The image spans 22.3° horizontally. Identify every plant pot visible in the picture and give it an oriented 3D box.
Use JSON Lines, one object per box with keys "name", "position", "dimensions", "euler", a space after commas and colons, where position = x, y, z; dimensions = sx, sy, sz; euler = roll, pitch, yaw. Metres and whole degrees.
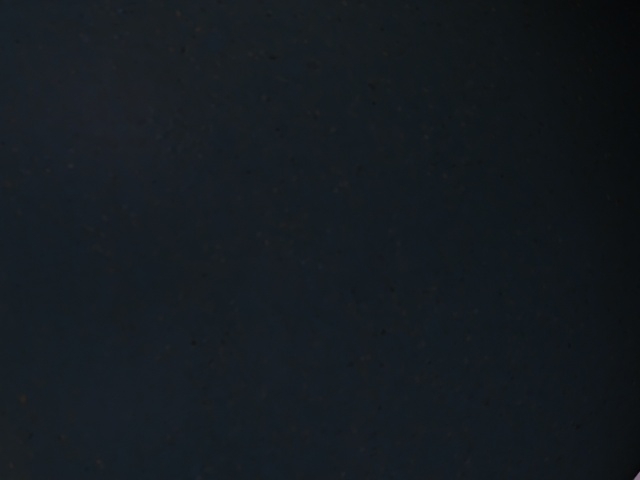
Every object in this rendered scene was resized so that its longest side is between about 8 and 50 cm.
{"name": "plant pot", "position": [0.000, 0.000, 0.477], "dimensions": [0.290, 0.195, 0.290], "euler": [165, 90, -85]}
